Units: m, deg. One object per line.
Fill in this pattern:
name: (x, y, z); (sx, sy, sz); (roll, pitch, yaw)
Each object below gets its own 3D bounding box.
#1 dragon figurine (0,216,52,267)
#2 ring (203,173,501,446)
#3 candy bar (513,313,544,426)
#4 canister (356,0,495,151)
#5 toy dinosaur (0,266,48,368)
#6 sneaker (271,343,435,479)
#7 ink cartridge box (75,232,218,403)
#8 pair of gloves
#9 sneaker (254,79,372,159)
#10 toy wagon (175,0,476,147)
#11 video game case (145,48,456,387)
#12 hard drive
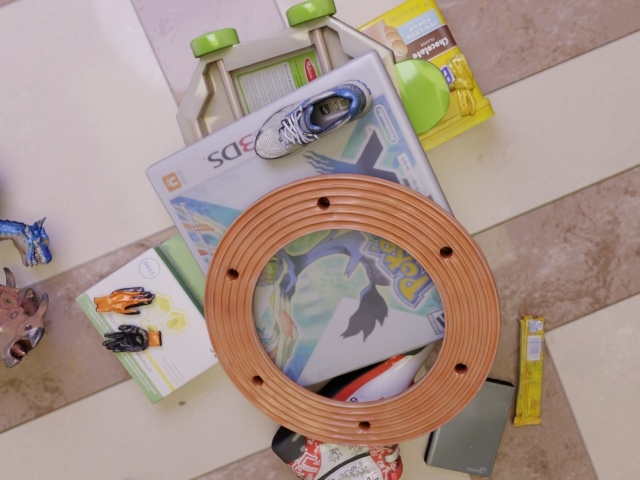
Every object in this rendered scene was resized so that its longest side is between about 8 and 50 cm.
dragon figurine: (-0.447, -0.062, 0.727); (0.289, 0.085, 0.144); (52, 49, 0)
ring: (0.030, 0.087, 0.694); (0.337, 0.032, 0.336); (4, 110, 11)
candy bar: (0.288, 0.180, 0.838); (0.040, 0.018, 0.161); (-1, 97, -6)
canister: (0.121, -0.202, 0.757); (0.126, 0.073, 0.169); (-29, 96, 2)
toy dinosaur: (-0.463, 0.083, 0.747); (0.296, 0.127, 0.200); (38, 84, 9)
sneaker: (0.079, 0.231, 0.801); (0.270, 0.090, 0.145); (-42, 98, 6)
ink cartridge box: (-0.164, 0.075, 0.788); (0.235, 0.056, 0.171); (-33, 97, 4)
pair of gloves: (-0.238, 0.099, 0.755); (0.074, 0.010, 0.083); (-8, 100, -1)
sneaker: (-0.015, -0.121, 0.616); (0.135, 0.058, 0.052); (-27, 101, 20)
toy wagon: (0.007, -0.137, 0.712); (0.345, 0.068, 0.267); (-12, 107, 15)
video game case: (0.000, 0.000, 0.705); (0.300, 0.036, 0.328); (-23, 103, 18)
hard drive: (0.205, 0.253, 0.841); (0.094, 0.022, 0.135); (13, 96, -4)
